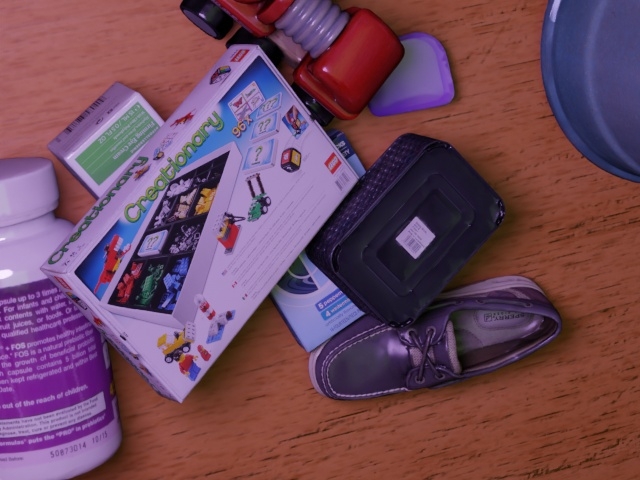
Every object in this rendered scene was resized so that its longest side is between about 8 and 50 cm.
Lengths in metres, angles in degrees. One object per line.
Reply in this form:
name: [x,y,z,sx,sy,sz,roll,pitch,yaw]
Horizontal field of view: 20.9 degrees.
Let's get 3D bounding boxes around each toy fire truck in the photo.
toy fire truck: [-0.001,-0.235,1.681,0.217,0.246,0.158,40,84,-11]

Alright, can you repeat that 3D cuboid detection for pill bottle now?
pill bottle: [-0.298,0.077,1.709,0.169,0.169,0.302,-12,105,-15]

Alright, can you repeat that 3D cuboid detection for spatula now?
spatula: [-0.005,-0.150,1.826,0.296,0.030,0.084,-16,105,-13]

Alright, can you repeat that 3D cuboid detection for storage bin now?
storage bin: [0.088,-0.012,1.814,0.180,0.084,0.122,-48,111,-7]

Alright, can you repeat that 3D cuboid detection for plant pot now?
plant pot: [0.446,-0.178,1.785,0.341,0.334,0.341,-5,109,-15]

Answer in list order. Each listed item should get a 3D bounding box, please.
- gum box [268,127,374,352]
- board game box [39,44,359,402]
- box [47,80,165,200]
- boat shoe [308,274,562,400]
gum box: [0.000,0.000,1.853,0.157,0.041,0.184,-35,110,-9]
board game box: [-0.110,-0.019,1.701,0.305,0.053,0.193,-51,123,-21]
box: [-0.203,-0.092,1.739,0.101,0.102,0.087,-43,112,-6]
boat shoe: [0.128,0.110,1.888,0.285,0.092,0.103,-14,105,-14]
